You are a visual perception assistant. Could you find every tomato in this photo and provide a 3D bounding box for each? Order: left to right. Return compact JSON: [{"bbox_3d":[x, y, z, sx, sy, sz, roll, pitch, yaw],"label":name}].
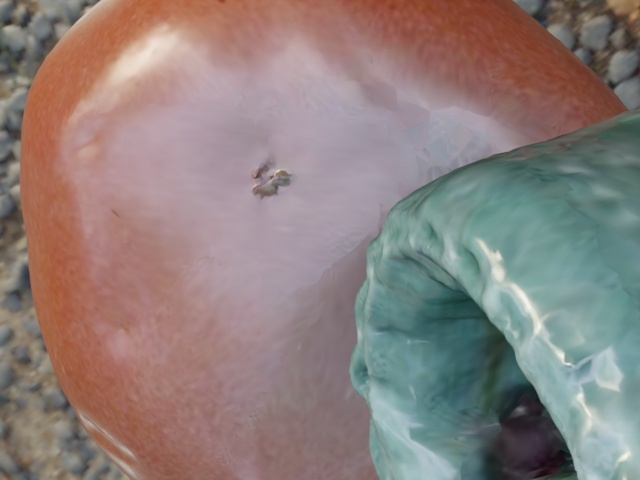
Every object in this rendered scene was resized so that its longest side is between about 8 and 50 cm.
[{"bbox_3d":[0.000,0.000,0.795,0.341,0.273,0.341,0,88,-2],"label":"tomato"}]

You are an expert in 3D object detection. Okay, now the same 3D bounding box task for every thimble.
[{"bbox_3d":[0.108,0.060,0.487,0.143,0.235,0.198,-14,100,-18],"label":"thimble"}]
